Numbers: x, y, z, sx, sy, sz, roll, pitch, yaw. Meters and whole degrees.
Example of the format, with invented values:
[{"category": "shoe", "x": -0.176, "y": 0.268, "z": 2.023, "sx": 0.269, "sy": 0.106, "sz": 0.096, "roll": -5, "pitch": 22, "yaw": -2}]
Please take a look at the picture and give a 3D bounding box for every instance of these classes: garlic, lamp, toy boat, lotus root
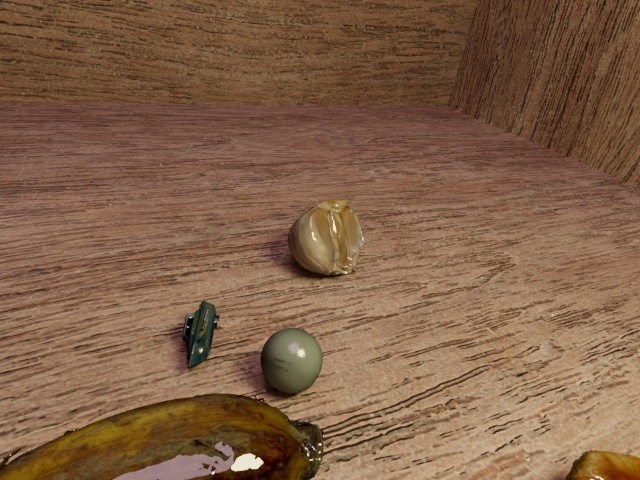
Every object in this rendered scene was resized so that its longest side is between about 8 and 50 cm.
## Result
[{"category": "garlic", "x": 0.000, "y": 0.000, "z": 1.101, "sx": 0.143, "sy": 0.177, "sz": 0.229, "roll": -11, "pitch": 0, "yaw": 27}, {"category": "lamp", "x": -0.047, "y": 0.197, "z": 0.766, "sx": 0.105, "sy": 0.105, "sz": 0.105, "roll": 8, "pitch": 30, "yaw": -4}, {"category": "toy boat", "x": -0.213, "y": 0.168, "z": 0.811, "sx": 0.060, "sy": 0.055, "sz": 0.141, "roll": 13, "pitch": 29, "yaw": -11}, {"category": "lotus root", "x": -0.182, "y": 0.276, "z": 0.507, "sx": 0.398, "sy": 0.179, "sz": 0.196, "roll": -5, "pitch": 35, "yaw": -23}]

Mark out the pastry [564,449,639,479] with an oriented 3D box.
[{"category": "pastry", "x": 0.407, "y": 0.374, "z": 0.603, "sx": 0.182, "sy": 0.093, "sz": 0.193, "roll": 28, "pitch": 35, "yaw": 34}]
